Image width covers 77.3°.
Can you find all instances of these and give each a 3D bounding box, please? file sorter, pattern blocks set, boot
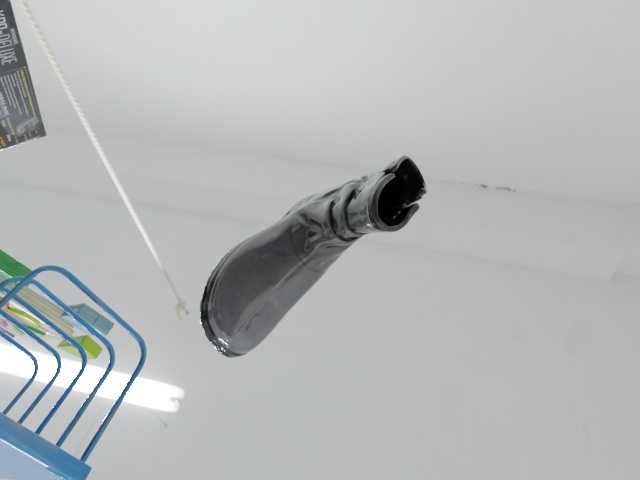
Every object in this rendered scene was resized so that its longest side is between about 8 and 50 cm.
[{"bbox_3d":[-0.241,0.100,0.300,0.170,0.118,0.104,-14,-146,26],"label":"file sorter"},{"bbox_3d":[-0.425,0.084,0.532,0.325,0.285,0.026,-21,-144,41],"label":"pattern blocks set"},{"bbox_3d":[0.000,0.000,0.533,0.223,0.118,0.338,-20,-153,45],"label":"boot"}]

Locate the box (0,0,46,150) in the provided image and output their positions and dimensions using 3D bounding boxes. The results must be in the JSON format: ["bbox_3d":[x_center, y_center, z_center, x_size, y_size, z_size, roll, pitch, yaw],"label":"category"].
[{"bbox_3d":[-0.548,-0.219,0.556,0.242,0.307,0.076,-35,-93,-33],"label":"box"}]
